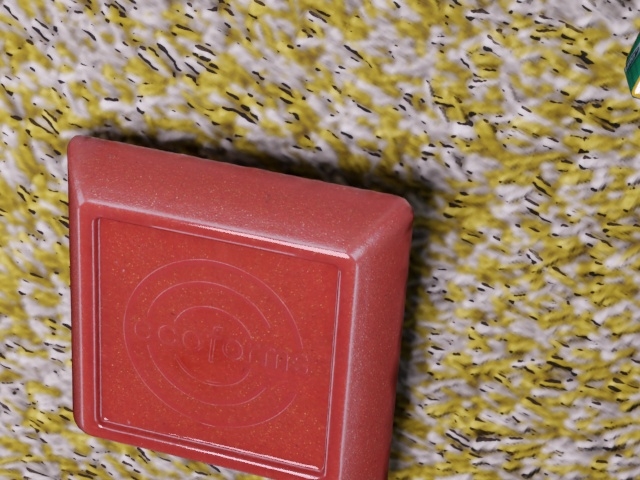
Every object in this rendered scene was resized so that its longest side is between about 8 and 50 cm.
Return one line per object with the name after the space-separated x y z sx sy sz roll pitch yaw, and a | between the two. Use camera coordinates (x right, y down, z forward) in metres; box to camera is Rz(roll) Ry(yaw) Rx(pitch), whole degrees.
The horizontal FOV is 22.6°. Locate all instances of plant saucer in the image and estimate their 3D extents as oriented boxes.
-0.072 0.069 1.164 0.258 0.048 0.259 11 120 13 | plant saucer

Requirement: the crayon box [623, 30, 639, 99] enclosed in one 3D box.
0.331 -0.192 1.029 0.165 0.081 0.278 23 112 -2 | crayon box
